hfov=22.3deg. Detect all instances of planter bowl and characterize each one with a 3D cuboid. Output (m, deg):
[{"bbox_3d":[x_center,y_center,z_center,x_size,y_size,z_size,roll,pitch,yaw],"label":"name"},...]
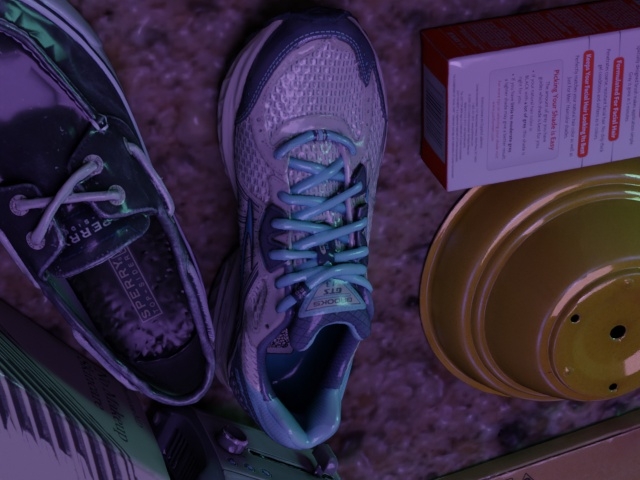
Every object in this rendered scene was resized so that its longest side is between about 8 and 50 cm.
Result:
[{"bbox_3d":[0.183,0.041,1.094,0.217,0.090,0.217,-10,123,-15],"label":"planter bowl"}]

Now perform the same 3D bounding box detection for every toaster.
[{"bbox_3d":[-0.071,0.225,1.089,0.146,0.129,0.227,17,112,-30],"label":"toaster"}]

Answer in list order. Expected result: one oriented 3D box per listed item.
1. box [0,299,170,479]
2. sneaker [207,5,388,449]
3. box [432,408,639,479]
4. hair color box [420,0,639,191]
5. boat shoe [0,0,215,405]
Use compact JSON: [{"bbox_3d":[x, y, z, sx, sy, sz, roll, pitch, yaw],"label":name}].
[{"bbox_3d":[-0.223,0.082,0.956,0.094,0.113,0.275,-45,126,8],"label":"box"},{"bbox_3d":[0.000,0.000,0.979,0.110,0.122,0.283,-6,122,-18],"label":"sneaker"},{"bbox_3d":[0.186,0.219,1.245,0.201,0.021,0.164,-17,125,-10],"label":"box"},{"bbox_3d":[0.148,-0.095,1.020,0.167,0.053,0.093,-10,122,-13],"label":"hair color box"},{"bbox_3d":[-0.140,-0.023,0.925,0.108,0.102,0.301,-26,126,-3],"label":"boat shoe"}]
